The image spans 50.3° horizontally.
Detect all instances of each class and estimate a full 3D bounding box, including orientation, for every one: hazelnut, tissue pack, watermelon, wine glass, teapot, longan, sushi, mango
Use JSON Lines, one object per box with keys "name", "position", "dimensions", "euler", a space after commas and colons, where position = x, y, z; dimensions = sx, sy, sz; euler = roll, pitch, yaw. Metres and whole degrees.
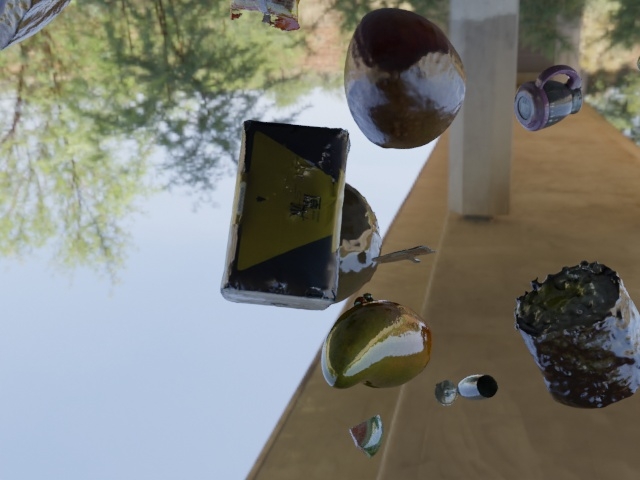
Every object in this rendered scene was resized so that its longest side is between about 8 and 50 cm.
{"name": "hazelnut", "position": [0.240, -0.480, 1.997], "dimensions": [0.352, 0.421, 0.421], "euler": [-19, -171, 29]}
{"name": "tissue pack", "position": [-0.079, -0.056, 1.621], "dimensions": [0.264, 0.417, 0.253], "euler": [7, 167, -2]}
{"name": "watermelon", "position": [0.099, 0.406, 1.445], "dimensions": [0.072, 0.084, 0.092], "euler": [20, -123, 13]}
{"name": "wine glass", "position": [0.333, 0.345, 1.573], "dimensions": [0.066, 0.066, 0.198], "euler": [-10, 168, -20]}
{"name": "teapot", "position": [0.537, -0.339, 1.594], "dimensions": [0.146, 0.148, 0.116], "euler": [-14, -159, -14]}
{"name": "longan", "position": [0.000, 0.000, 1.997], "dimensions": [0.391, 0.391, 0.391], "euler": [-3, -162, 1]}
{"name": "sushi", "position": [0.672, 0.240, 1.735], "dimensions": [0.299, 0.294, 0.281], "euler": [-30, -161, 9]}
{"name": "mango", "position": [0.092, 0.167, 1.100], "dimensions": [0.129, 0.146, 0.289], "euler": [33, -176, 27]}

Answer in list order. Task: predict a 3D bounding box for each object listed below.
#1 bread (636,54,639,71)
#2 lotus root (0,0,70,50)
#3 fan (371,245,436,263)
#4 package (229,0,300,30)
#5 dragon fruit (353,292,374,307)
{"name": "bread", "position": [0.707, -0.353, 1.338], "dimensions": [0.156, 0.064, 0.117], "euler": [5, -142, 33]}
{"name": "lotus root", "position": [-0.600, -0.578, 1.325], "dimensions": [0.316, 0.316, 0.250], "euler": [11, -135, 36]}
{"name": "fan", "position": [0.189, 0.036, 1.485], "dimensions": [0.132, 0.009, 0.220], "euler": [-13, 169, 19]}
{"name": "package", "position": [-0.120, -0.693, 1.744], "dimensions": [0.223, 0.288, 0.108], "euler": [18, -178, 31]}
{"name": "dragon fruit", "position": [0.113, 0.207, 1.540], "dimensions": [0.142, 0.175, 0.138], "euler": [12, 173, -38]}
